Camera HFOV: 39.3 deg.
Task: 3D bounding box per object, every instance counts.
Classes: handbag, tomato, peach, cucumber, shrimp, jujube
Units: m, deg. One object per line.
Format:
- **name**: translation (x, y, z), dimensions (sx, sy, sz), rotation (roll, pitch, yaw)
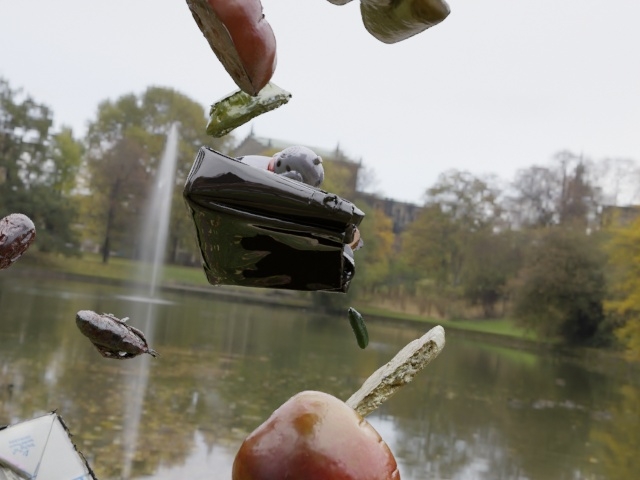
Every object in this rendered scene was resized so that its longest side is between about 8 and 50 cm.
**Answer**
- **handbag**: translation (-0.066, -0.013, 1.329), dimensions (0.256, 0.114, 0.285), rotation (13, -28, 7)
- **tomato**: translation (-0.133, -0.335, 1.401), dimensions (0.085, 0.225, 0.225), rotation (-34, 5, -11)
- **peach**: translation (-0.005, 0.395, 1.434), dimensions (0.274, 0.249, 0.245), rotation (40, 30, 9)
- **cucumber**: translation (0.091, 0.207, 2.169), dimensions (0.037, 0.037, 0.155), rotation (5, -42, 26)
- **shrimp**: translation (-0.387, 0.186, 1.716), dimensions (0.190, 0.075, 0.073), rotation (27, 10, -32)
- **jujube**: translation (-0.595, 0.003, 1.699), dimensions (0.077, 0.077, 0.129), rotation (6, 40, 22)

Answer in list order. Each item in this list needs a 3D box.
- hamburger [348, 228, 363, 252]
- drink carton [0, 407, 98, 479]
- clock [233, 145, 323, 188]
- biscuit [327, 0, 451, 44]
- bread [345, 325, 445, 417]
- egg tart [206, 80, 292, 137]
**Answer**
- **hamburger**: translation (0.000, 0.000, 1.880), dimensions (0.165, 0.137, 0.087), rotation (-27, -13, -36)
- **drink carton**: translation (-0.377, 0.359, 0.980), dimensions (0.324, 0.194, 0.132), rotation (-43, -19, 25)
- **clock**: translation (-0.100, -0.137, 2.080), dimensions (0.253, 0.189, 0.189), rotation (-15, -13, 24)
- **biscuit**: translation (0.118, -0.500, 1.841), dimensions (0.236, 0.062, 0.290), rotation (34, -9, -19)
- **bread**: translation (0.141, 0.252, 1.694), dimensions (0.039, 0.251, 0.182), rotation (49, 4, 3)
- **egg tart**: translation (-0.159, -0.280, 1.867), dimensions (0.197, 0.078, 0.197), rotation (-28, 10, 5)
